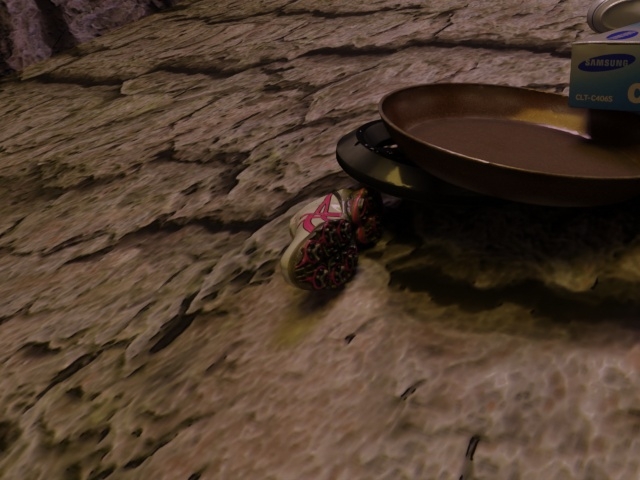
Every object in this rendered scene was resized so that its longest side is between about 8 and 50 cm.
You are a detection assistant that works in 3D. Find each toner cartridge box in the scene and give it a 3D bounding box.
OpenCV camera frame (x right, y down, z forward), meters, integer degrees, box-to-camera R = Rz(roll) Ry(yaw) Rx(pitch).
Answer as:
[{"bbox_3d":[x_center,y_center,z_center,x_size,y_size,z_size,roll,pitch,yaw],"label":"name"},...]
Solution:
[{"bbox_3d":[0.445,-0.221,0.806,0.165,0.075,0.348,13,27,39],"label":"toner cartridge box"}]

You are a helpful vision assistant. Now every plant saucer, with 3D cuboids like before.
[{"bbox_3d":[0.212,-0.105,0.704,0.311,0.050,0.310,4,28,-2],"label":"plant saucer"}]

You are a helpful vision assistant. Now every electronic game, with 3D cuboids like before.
[{"bbox_3d":[0.132,-0.093,0.773,0.229,0.048,0.229,4,27,-2],"label":"electronic game"}]

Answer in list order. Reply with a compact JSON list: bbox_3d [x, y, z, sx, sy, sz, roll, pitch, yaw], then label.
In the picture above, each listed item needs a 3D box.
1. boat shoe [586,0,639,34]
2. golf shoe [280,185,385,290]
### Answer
[{"bbox_3d":[0.551,-0.371,1.072,0.226,0.083,0.076,-8,29,8],"label":"boat shoe"},{"bbox_3d":[0.000,0.000,0.690,0.086,0.067,0.186,-4,21,28],"label":"golf shoe"}]
